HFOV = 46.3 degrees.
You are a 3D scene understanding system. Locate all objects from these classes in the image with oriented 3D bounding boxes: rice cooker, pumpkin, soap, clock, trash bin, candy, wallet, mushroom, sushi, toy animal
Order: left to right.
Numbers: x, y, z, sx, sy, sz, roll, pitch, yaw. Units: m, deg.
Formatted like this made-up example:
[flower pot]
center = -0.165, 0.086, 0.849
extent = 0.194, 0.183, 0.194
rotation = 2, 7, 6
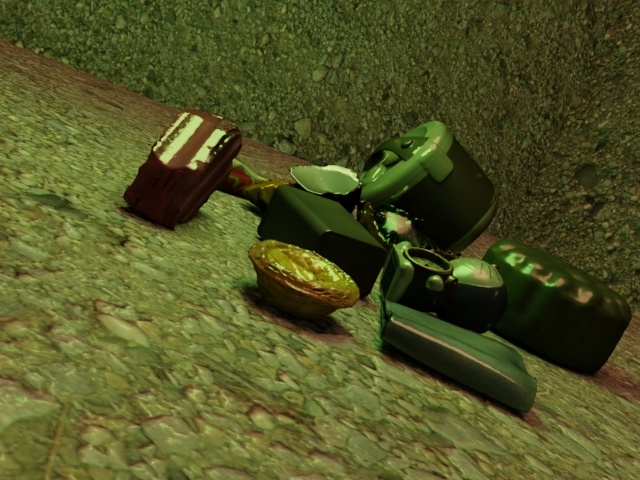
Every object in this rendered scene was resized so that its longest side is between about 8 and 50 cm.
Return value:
[soap]
center = -0.242, -0.127, 1.358
extent = 0.112, 0.182, 0.289
rotation = 26, 43, 3
[candy]
center = -0.242, -0.156, 1.866
extent = 0.292, 0.059, 0.086
rotation = 15, 14, -39
[mushroom]
center = -0.223, -0.202, 2.214
extent = 0.202, 0.054, 0.059
rotation = 24, 14, -33
[pumpkin]
center = -0.076, -0.073, 1.759
extent = 0.253, 0.149, 0.130
rotation = 0, 23, 45
[toy animal]
center = -0.002, -0.071, 1.626
extent = 0.165, 0.179, 0.138
rotation = 10, 29, -5
[trash bin]
center = 0.000, 0.000, 1.436
extent = 0.164, 0.122, 0.240
rotation = 18, 13, -28
[sushi]
center = 0.198, 0.003, 1.816
extent = 0.287, 0.140, 0.149
rotation = 26, 3, 18
[rice cooker]
center = 0.269, -0.135, 1.991
extent = 0.325, 0.335, 0.335
rotation = 47, 5, -13
[clock]
center = 0.242, 0.091, 1.446
extent = 0.243, 0.147, 0.199
rotation = 18, 16, -11
[wallet]
center = 0.214, 0.168, 1.224
extent = 0.251, 0.054, 0.290
rotation = 25, 8, 1

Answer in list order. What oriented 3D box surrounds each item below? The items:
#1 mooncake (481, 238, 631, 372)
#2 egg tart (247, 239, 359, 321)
[mooncake]
center = 0.512, 0.138, 1.694
extent = 0.356, 0.194, 0.356
rotation = 22, 9, -4
[egg tart]
center = -0.032, 0.065, 1.129
extent = 0.191, 0.074, 0.191
rotation = 24, 11, -5
